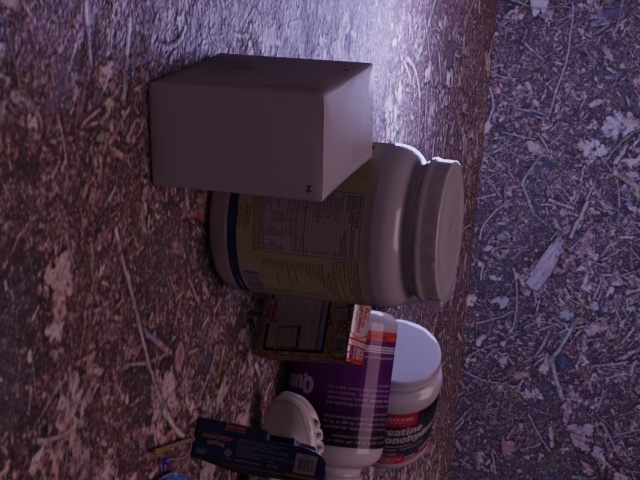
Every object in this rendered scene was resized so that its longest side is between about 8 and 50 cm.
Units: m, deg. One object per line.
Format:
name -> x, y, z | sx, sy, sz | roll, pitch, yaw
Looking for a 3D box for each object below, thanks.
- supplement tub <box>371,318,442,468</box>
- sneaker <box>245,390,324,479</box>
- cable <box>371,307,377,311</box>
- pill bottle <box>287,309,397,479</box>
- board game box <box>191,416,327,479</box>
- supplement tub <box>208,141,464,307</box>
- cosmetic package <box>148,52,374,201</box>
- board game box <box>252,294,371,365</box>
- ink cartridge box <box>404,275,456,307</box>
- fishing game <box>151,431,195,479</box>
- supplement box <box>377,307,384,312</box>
supplement tub -> 0.141, 0.310, 2.278 | 0.191, 0.191, 0.272 | -66, 167, -46
sneaker -> -0.074, 0.388, 1.817 | 0.118, 0.110, 0.292 | 9, 91, -61
cable -> 0.062, 0.144, 2.141 | 0.150, 0.047, 0.184 | -111, -146, -48
pill bottle -> 0.030, 0.276, 1.985 | 0.181, 0.181, 0.323 | 21, 76, -73
board game box -> -0.082, 0.321, 1.692 | 0.194, 0.194, 0.060 | 88, 12, -75
supplement tub -> 0.028, -0.028, 1.625 | 0.235, 0.325, 0.235 | 6, 90, -74
cosmetic package -> -0.068, -0.151, 1.439 | 0.224, 0.224, 0.138 | -48, 141, -64
board game box -> -0.011, 0.116, 1.776 | 0.045, 0.193, 0.147 | 25, 71, -47
ink cartridge box -> 0.208, 0.010, 2.501 | 0.168, 0.171, 0.232 | -34, 127, -69
fishing game -> -0.202, 0.399, 1.509 | 0.189, 0.041, 0.264 | -8, 95, -74
supplement box -> 0.095, 0.056, 2.314 | 0.130, 0.073, 0.239 | 15, 82, -74
